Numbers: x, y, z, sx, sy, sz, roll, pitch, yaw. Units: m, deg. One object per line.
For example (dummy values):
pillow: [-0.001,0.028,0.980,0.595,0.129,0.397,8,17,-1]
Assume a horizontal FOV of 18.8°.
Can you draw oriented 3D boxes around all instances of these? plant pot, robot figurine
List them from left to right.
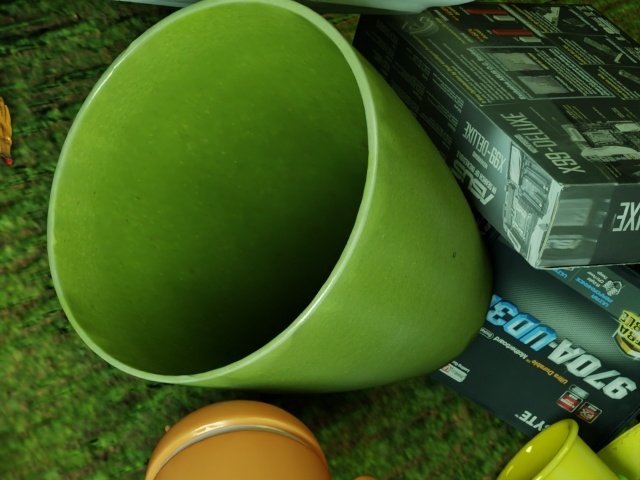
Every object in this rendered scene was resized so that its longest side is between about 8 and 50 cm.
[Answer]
robot figurine: [-0.046,0.191,1.243,0.128,0.158,0.219,41,21,-33]
plant pot: [0.000,0.000,1.419,0.293,0.274,0.275,26,36,-52]

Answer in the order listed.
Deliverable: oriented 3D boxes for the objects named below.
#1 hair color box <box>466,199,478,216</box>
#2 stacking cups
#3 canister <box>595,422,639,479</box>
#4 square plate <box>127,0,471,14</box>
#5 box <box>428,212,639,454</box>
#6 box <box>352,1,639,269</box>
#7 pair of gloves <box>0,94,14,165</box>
hair color box: [0.235,-0.041,1.706,0.374,0.114,0.185,9,38,-16]
stacking cups: [0.281,0.281,1.559,0.316,0.096,0.096,43,33,-6]
canister: [0.312,0.196,1.659,0.170,0.126,0.073,1,55,-46]
square plate: [-0.082,-0.208,1.490,0.344,0.347,0.049,1,95,-42]
box: [0.189,0.070,1.600,0.220,0.175,0.051,33,21,-23]
box: [0.198,-0.093,1.556,0.242,0.077,0.307,-4,34,-31]
pair of gloves: [-0.249,-0.099,1.408,0.083,0.010,0.074,41,28,-53]
